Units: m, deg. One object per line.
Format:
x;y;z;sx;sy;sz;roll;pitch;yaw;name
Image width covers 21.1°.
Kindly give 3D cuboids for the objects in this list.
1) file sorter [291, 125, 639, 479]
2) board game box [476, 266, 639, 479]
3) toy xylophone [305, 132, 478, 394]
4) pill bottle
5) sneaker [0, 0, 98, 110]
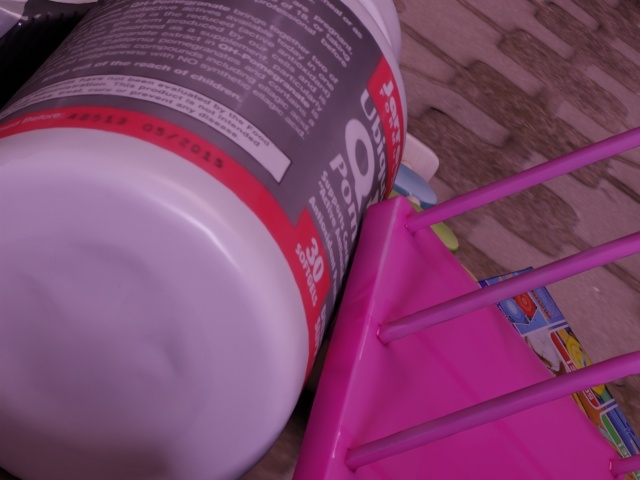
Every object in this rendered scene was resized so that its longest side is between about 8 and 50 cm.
0.119;0.122;0.665;0.202;0.182;0.290;48;38;-28;file sorter
0.130;0.112;0.913;0.201;0.035;0.136;60;24;11;board game box
0.000;0.000;1.050;0.236;0.081;0.322;29;24;-26;toy xylophone
-0.057;-0.036;0.815;0.176;0.176;0.318;37;33;-8;pill bottle
-0.210;-0.125;0.893;0.146;0.122;0.330;49;22;18;sneaker
